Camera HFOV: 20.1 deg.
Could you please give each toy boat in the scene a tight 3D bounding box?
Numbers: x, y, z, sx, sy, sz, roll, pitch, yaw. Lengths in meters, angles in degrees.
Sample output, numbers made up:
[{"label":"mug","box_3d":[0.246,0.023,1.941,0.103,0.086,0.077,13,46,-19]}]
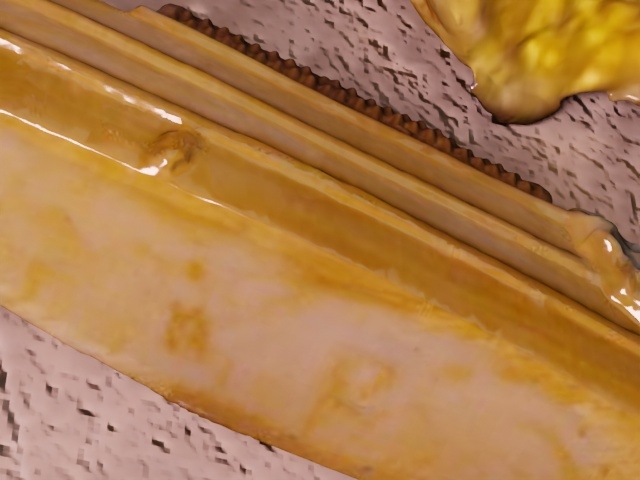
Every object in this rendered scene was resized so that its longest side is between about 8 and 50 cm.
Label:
[{"label":"toy boat","box_3d":[0.000,0.000,0.547,0.310,0.089,0.115,23,28,-2]}]

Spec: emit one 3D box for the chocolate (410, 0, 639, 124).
[{"label":"chocolate","box_3d":[0.039,-0.253,0.755,0.162,0.162,0.445,-5,51,-28]}]
